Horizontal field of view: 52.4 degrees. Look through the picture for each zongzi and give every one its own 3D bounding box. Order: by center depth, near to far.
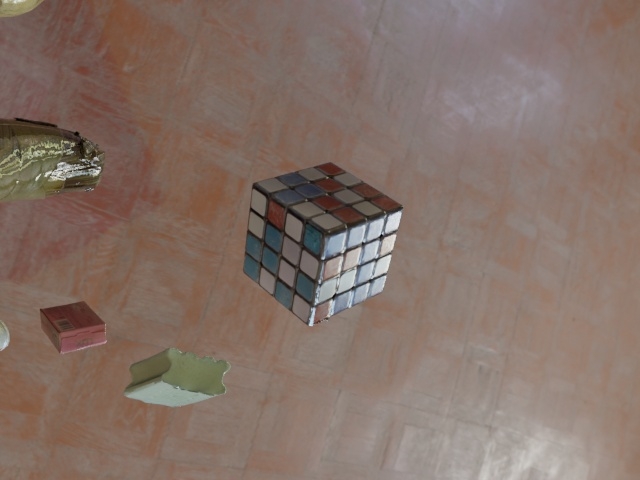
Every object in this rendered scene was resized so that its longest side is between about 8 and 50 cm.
[{"bbox_3d":[-0.529,-0.121,1.215,0.290,0.317,0.154,2,117,-34],"label":"zongzi"}]

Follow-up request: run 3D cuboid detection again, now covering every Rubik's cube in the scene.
[{"bbox_3d":[0.000,0.000,0.551,0.092,0.092,0.092,-21,133,-39],"label":"Rubik's cube"}]

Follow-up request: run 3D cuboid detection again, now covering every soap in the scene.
[{"bbox_3d":[-0.248,0.238,1.110,0.115,0.198,0.063,20,62,-26],"label":"soap"}]

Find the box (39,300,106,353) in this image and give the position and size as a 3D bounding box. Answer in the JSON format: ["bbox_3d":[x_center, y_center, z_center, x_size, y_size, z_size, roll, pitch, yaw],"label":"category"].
[{"bbox_3d":[-0.583,0.201,1.533,0.111,0.156,0.060,-10,116,-36],"label":"box"}]

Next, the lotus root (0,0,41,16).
[{"bbox_3d":[-0.350,-0.419,0.764,0.152,0.169,0.342,18,70,-19],"label":"lotus root"}]

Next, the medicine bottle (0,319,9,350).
[{"bbox_3d":[-0.500,0.148,0.937,0.089,0.057,0.057,-44,129,-74],"label":"medicine bottle"}]
